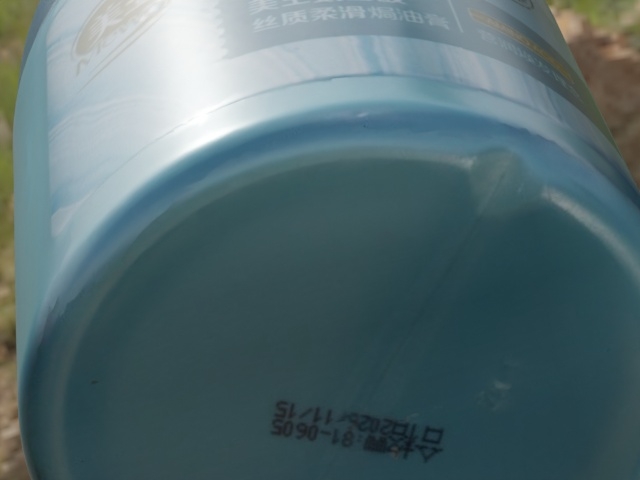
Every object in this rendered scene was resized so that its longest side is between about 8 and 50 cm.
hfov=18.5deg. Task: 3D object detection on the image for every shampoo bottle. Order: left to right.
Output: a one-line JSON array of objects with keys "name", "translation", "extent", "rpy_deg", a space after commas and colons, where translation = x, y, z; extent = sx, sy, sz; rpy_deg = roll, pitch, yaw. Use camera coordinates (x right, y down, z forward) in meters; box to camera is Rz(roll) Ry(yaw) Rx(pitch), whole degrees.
[{"name": "shampoo bottle", "translation": [0.000, 0.000, 1.057], "extent": [0.331, 0.331, 0.342], "rpy_deg": [-14, 32, 1]}]
